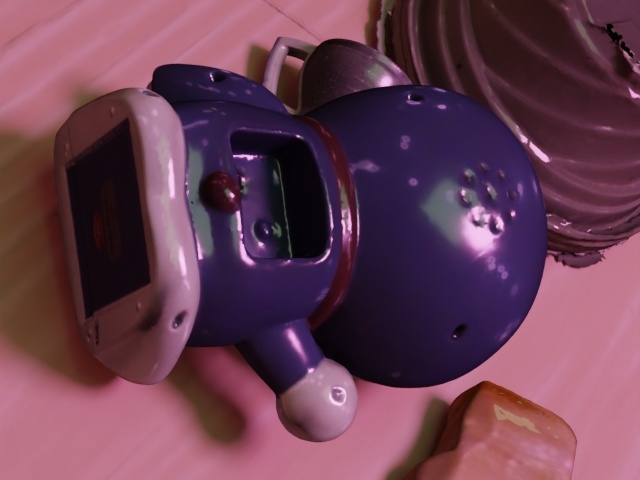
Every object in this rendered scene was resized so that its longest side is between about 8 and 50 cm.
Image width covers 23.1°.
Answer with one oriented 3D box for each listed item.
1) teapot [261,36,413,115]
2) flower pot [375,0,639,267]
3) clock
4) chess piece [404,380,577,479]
[{"bbox_3d":[0.005,-0.080,0.883,0.088,0.066,0.057,29,66,6],"label":"teapot"},{"bbox_3d":[0.165,-0.117,0.967,0.235,0.140,0.235,16,58,-28],"label":"flower pot"},{"bbox_3d":[0.000,0.000,0.777,0.243,0.146,0.199,0,71,-31],"label":"clock"},{"bbox_3d":[0.179,0.187,0.840,0.301,0.137,0.137,27,52,-10],"label":"chess piece"}]
